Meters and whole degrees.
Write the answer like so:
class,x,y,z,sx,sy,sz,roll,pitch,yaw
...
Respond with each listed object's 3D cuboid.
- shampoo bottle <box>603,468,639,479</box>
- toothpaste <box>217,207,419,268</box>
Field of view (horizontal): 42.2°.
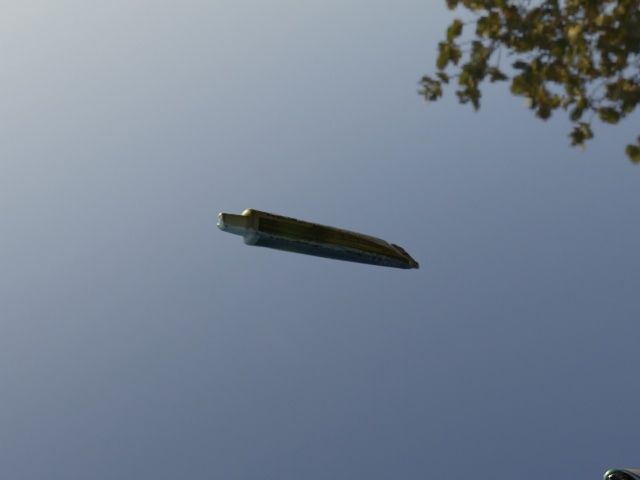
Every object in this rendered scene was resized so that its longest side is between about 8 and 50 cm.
class,x,y,z,sx,sy,sz,roll,pitch,yaw
shampoo bottle,0.438,0.346,1.115,0.183,0.050,0.087,18,-154,-44
toothpaste,0.000,0.000,0.745,0.204,0.031,0.049,11,-159,-32
